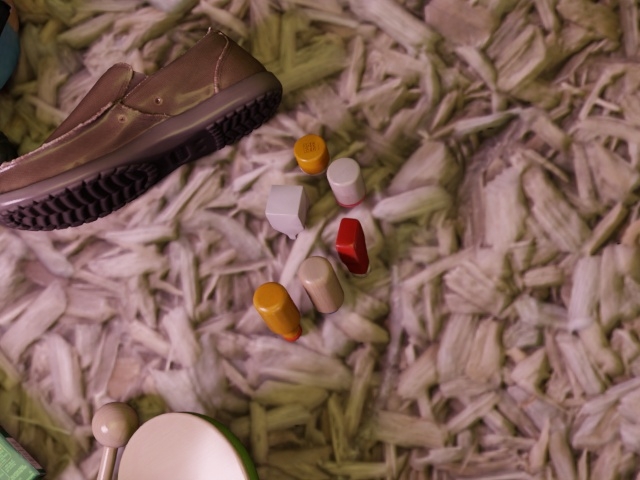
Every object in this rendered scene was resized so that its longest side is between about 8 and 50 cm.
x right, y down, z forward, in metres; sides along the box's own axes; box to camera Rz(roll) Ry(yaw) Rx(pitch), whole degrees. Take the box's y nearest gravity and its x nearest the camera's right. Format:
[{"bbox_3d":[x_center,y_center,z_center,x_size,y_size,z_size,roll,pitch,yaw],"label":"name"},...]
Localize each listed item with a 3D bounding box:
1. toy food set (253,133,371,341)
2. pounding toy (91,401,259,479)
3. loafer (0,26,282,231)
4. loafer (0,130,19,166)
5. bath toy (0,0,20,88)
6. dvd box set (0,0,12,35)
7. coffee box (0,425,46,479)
[{"bbox_3d":[0.000,0.000,1.095,0.111,0.104,0.232,2,63,14],"label":"toy food set"},{"bbox_3d":[-0.143,0.272,1.050,0.237,0.110,0.183,4,92,30],"label":"pounding toy"},{"bbox_3d":[-0.228,-0.131,1.095,0.366,0.134,0.130,-28,78,-13],"label":"loafer"},{"bbox_3d":[-0.458,-0.053,1.110,0.223,0.076,0.078,-32,52,0],"label":"loafer"},{"bbox_3d":[-0.545,-0.254,1.109,0.348,0.129,0.151,-2,47,0],"label":"bath toy"},{"bbox_3d":[-0.595,-0.212,1.022,0.420,0.062,0.308,24,91,-3],"label":"dvd box set"},{"bbox_3d":[-0.412,0.238,1.051,0.184,0.040,0.113,42,81,6],"label":"coffee box"}]
